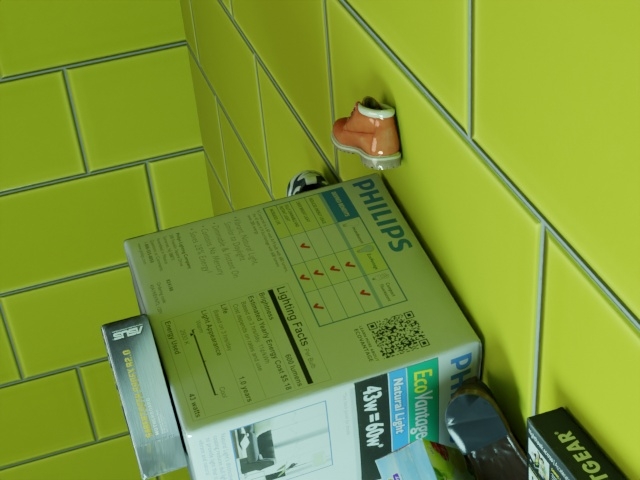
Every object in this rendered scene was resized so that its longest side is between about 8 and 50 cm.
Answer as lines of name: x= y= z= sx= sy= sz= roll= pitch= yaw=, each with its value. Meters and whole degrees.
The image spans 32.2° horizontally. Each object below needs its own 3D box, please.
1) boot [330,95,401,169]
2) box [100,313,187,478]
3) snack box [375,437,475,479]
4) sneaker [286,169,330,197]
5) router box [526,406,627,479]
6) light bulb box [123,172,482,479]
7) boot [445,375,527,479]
boot: x=0.059 y=-0.152 z=1.452 sx=0.158 sy=0.059 sz=0.084 roll=-146 pitch=46 yaw=-60
box: x=-0.220 y=0.185 z=1.362 sx=0.231 sy=0.056 sz=0.183 roll=158 pitch=97 yaw=-78
snack box: x=0.160 y=0.329 z=1.272 sx=0.207 sy=0.070 sz=0.174 roll=29 pitch=-145 yaw=-56
sneaker: x=0.000 y=0.000 z=1.773 sx=0.153 sy=0.094 sz=0.234 roll=156 pitch=110 yaw=-86
router box: x=0.255 y=0.264 z=1.056 sx=0.179 sy=0.046 sz=0.133 roll=-125 pitch=25 yaw=-58
light bulb box: x=-0.028 y=0.137 z=1.436 sx=0.358 sy=0.361 sz=0.225 roll=-117 pitch=16 yaw=-46
boot: x=0.208 y=0.255 z=1.258 sx=0.106 sy=0.082 sz=0.219 roll=-49 pitch=-62 yaw=-74
